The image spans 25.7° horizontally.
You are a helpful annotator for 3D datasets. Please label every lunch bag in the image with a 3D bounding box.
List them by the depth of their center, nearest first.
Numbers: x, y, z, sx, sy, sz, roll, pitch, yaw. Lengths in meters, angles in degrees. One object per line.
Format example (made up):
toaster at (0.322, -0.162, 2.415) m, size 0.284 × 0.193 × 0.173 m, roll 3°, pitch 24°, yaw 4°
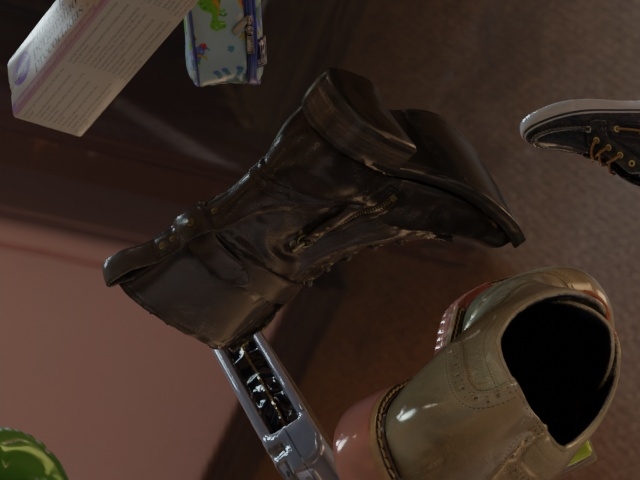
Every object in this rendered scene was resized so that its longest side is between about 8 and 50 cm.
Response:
lunch bag at (-0.114, -0.280, 1.584) m, size 0.219 × 0.090 × 0.176 m, roll -105°, pitch 11°, yaw -65°

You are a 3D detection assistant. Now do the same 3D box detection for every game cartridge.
game cartridge at (-0.028, 0.184, 1.369) m, size 0.060 × 0.196 × 0.294 m, roll -29°, pitch 39°, yaw -5°

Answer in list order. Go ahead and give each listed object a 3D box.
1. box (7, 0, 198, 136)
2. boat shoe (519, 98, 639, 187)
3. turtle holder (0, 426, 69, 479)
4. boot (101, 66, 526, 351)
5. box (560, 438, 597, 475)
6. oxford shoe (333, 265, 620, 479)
box at (-0.125, -0.201, 1.035) m, size 0.324 × 0.067 × 0.063 m, roll -43°, pitch 47°, yaw 36°
boat shoe at (0.300, -0.098, 1.450) m, size 0.183 × 0.065 × 0.083 m, roll -4°, pitch 64°, yaw 8°
turtle holder at (-0.243, 0.319, 1.124) m, size 0.243 × 0.227 × 0.320 m, roll 26°, pitch 107°, yaw 29°
boot at (0.000, 0.000, 1.014) m, size 0.229 × 0.263 × 0.091 m, roll -43°, pitch 45°, yaw 21°
box at (0.183, 0.193, 1.220) m, size 0.109 × 0.178 × 0.042 m, roll -27°, pitch 75°, yaw 7°
oxford shoe at (0.157, 0.092, 0.964) m, size 0.146 × 0.397 × 0.140 m, roll -35°, pitch 91°, yaw 29°
